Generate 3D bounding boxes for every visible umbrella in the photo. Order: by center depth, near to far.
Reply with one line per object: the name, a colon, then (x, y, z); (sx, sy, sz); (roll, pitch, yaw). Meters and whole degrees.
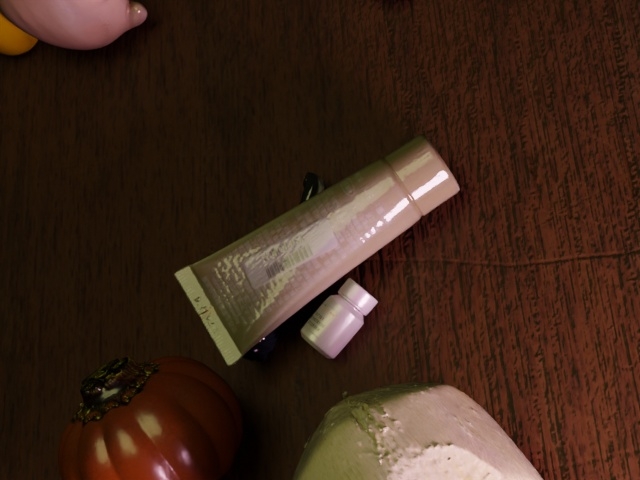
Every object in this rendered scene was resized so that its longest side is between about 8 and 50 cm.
umbrella: (-0.048, 0.027, 1.760); (0.071, 0.071, 0.248); (14, 74, 37)

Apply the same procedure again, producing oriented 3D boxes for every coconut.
coconut: (0.101, 0.273, 1.418); (0.245, 0.245, 0.247); (-44, 44, 5)

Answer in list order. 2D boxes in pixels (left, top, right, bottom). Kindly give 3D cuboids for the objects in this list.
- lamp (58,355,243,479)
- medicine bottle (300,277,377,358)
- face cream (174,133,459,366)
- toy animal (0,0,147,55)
lamp: (-0.195, 0.229, 1.659); (0.223, 0.196, 0.223); (-31, 14, 9)
medicine bottle: (0.022, 0.090, 1.689); (0.089, 0.052, 0.052); (-50, 50, 0)
face cream: (0.000, 0.000, 1.704); (0.341, 0.084, 0.137); (-33, 70, 3)
toy animal: (-0.416, -0.436, 2.135); (0.345, 0.277, 0.246); (5, 54, 38)
